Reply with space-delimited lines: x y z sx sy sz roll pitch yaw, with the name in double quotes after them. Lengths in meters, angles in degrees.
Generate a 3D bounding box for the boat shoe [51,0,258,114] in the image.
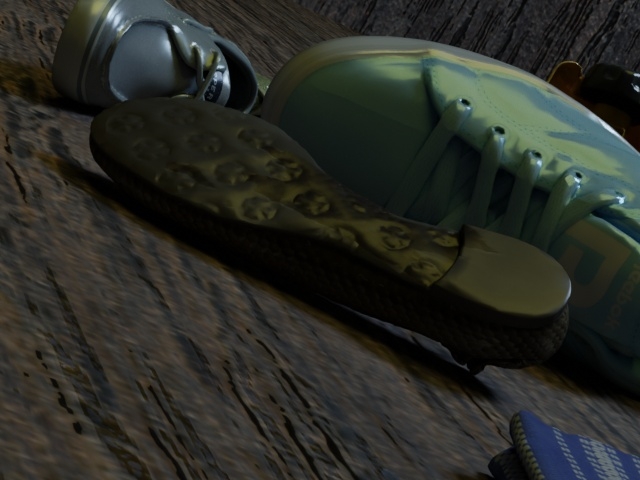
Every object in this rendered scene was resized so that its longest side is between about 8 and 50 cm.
-0.089 -0.106 1.197 0.081 0.079 0.227 23 5 13 "boat shoe"

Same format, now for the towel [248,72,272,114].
-0.092 -0.131 1.500 0.148 0.027 0.110 27 8 12 "towel"

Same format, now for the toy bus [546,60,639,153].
0.268 -0.040 1.667 0.220 0.149 0.211 24 -4 5 "toy bus"

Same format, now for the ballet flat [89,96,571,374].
0.000 0.000 0.945 0.250 0.058 0.084 23 43 13 "ballet flat"

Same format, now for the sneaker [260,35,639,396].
0.140 -0.005 1.085 0.366 0.135 0.150 24 6 -7 "sneaker"

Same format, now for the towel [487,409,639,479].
0.225 0.168 0.677 0.336 0.040 0.243 22 11 -10 "towel"
